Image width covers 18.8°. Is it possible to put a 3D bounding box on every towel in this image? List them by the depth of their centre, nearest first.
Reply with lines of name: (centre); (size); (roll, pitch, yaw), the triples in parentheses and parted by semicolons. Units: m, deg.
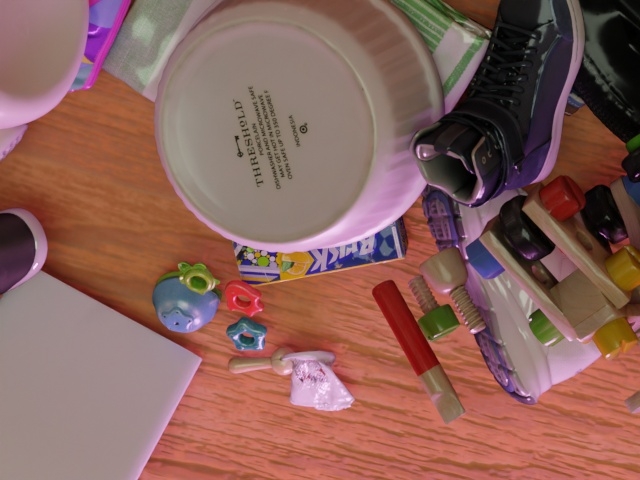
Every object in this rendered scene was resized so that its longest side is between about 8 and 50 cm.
towel: (-0.026, -0.183, 1.858); (0.325, 0.038, 0.248); (33, 110, 6)

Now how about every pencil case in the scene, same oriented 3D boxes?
pencil case: (-0.219, -0.255, 1.857); (0.104, 0.104, 0.236); (28, 109, -3)

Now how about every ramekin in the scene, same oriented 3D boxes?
ramekin: (-0.029, -0.112, 1.791); (0.273, 0.127, 0.273); (4, 105, 17)

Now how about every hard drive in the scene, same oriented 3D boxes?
hard drive: (-0.287, 0.210, 1.947); (0.210, 0.040, 0.318); (29, 77, -3)

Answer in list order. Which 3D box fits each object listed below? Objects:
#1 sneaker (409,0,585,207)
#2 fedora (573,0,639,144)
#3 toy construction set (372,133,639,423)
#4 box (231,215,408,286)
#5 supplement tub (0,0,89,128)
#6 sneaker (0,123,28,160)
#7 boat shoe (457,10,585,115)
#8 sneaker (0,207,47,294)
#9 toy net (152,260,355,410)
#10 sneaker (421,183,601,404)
sneaker: (0.159, -0.138, 1.744); (0.086, 0.163, 0.226); (20, 118, 35)
fedora: (0.362, -0.222, 1.757); (0.334, 0.152, 0.334); (22, 128, 31)
toy construction set: (0.236, 0.075, 1.724); (0.309, 0.257, 0.237); (-28, 79, 3)
box: (0.000, 0.000, 1.930); (0.169, 0.054, 0.059); (-11, 104, 9)
supplement tub: (-0.407, -0.212, 1.774); (0.331, 0.241, 0.241); (-2, 107, 31)
sneaker: (-0.469, -0.061, 1.920); (0.366, 0.135, 0.150); (-31, 103, 12)
boat shoe: (0.168, -0.163, 1.866); (0.183, 0.066, 0.066); (30, 112, 7)
sneaker: (-0.417, 0.063, 1.915); (0.296, 0.147, 0.104); (-35, 78, 30)
toy net: (-0.057, 0.092, 1.954); (0.232, 0.045, 0.122); (29, 132, -11)
sneaker: (0.189, 0.009, 1.902); (0.129, 0.111, 0.297); (-24, 103, -10)
